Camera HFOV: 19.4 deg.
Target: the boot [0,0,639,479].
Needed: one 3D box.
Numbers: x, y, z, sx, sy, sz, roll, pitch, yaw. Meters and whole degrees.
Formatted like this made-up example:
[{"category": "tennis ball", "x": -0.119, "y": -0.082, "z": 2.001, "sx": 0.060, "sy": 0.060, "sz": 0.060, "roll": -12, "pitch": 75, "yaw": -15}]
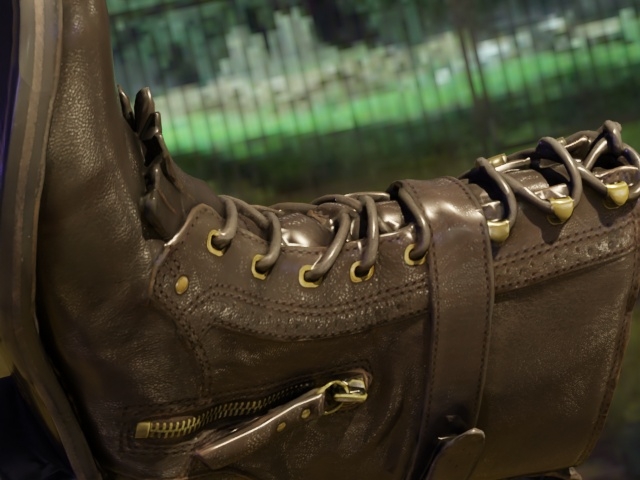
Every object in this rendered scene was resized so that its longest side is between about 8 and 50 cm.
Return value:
[{"category": "boot", "x": 0.000, "y": 0.000, "z": 0.584, "sx": 0.229, "sy": 0.263, "sz": 0.091, "roll": -16, "pitch": 40, "yaw": -20}]
